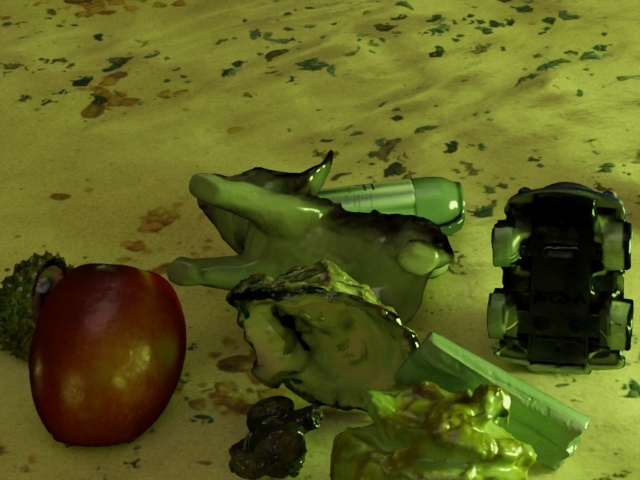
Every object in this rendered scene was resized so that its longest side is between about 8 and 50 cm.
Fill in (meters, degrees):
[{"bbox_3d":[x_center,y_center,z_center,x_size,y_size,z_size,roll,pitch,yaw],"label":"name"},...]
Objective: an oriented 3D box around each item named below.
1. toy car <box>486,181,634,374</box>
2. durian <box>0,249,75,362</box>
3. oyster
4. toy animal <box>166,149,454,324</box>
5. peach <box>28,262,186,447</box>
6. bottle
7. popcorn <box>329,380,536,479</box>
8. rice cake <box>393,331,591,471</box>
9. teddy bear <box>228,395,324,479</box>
[{"bbox_3d":[0.295,0.033,1.967,0.172,0.235,0.158,3,23,10],"label":"toy car"},{"bbox_3d":[-0.376,0.063,2.091,0.119,0.108,0.187,6,36,14],"label":"durian"},{"bbox_3d":[0.005,0.118,1.879,0.259,0.198,0.092,12,39,10],"label":"oyster"},{"bbox_3d":[0.000,0.000,2.060,0.344,0.194,0.302,23,18,9],"label":"toy animal"},{"bbox_3d":[-0.257,0.143,1.948,0.190,0.226,0.196,16,-14,-27],"label":"peach"},{"bbox_3d":[0.071,-0.034,2.214,0.253,0.079,0.096,-6,52,-3],"label":"bottle"},{"bbox_3d":[0.115,0.246,1.715,0.221,0.184,0.204,7,21,39],"label":"popcorn"},{"bbox_3d":[0.195,0.177,1.800,0.221,0.080,0.042,29,34,-9],"label":"rice cake"},{"bbox_3d":[-0.048,0.233,1.846,0.119,0.078,0.160,-26,17,6],"label":"teddy bear"}]
